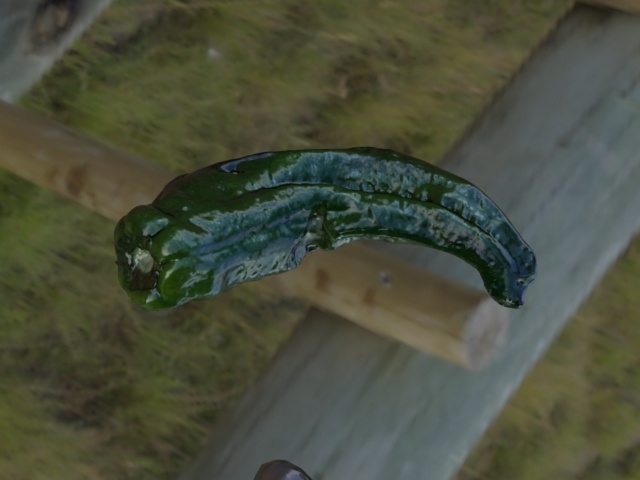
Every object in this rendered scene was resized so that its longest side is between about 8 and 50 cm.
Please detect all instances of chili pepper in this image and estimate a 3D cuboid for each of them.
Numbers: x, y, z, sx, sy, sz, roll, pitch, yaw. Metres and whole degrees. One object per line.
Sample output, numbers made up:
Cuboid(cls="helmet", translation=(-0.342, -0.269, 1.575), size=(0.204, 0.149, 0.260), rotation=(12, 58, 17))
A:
Cuboid(cls="chili pepper", translation=(0.000, -0.004, 0.673), size=(0.182, 0.073, 0.050), rotation=(-2, 126, -18))

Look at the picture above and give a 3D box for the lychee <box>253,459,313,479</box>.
Cuboid(cls="lychee", translation=(0.011, 0.269, 0.572), size=(0.380, 0.380, 0.432), rotation=(-26, 124, -41))
